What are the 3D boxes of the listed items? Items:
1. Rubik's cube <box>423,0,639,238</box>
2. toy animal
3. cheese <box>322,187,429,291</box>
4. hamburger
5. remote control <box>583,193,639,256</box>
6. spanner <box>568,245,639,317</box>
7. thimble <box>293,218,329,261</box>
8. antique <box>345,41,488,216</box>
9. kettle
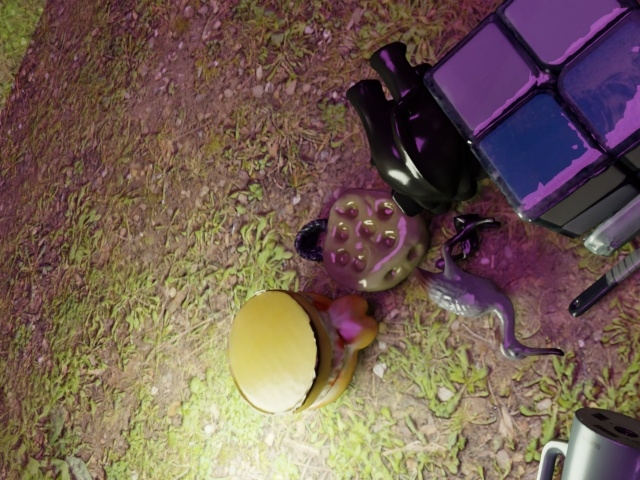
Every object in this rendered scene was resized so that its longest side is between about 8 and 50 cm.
[{"bbox_3d":[0.413,-0.220,1.170,0.316,0.313,0.318,-39,65,25],"label":"Rubik's cube"},{"bbox_3d":[0.289,0.102,1.350,0.195,0.090,0.324,-33,65,28],"label":"toy animal"},{"bbox_3d":[0.108,-0.006,1.477,0.235,0.117,0.218,-27,67,27],"label":"cheese"},{"bbox_3d":[-0.035,0.215,1.506,0.303,0.186,0.261,-51,57,30],"label":"hamburger"},{"bbox_3d":[0.538,-0.059,1.181,0.247,0.104,0.052,-46,67,29],"label":"remote control"},{"bbox_3d":[0.536,0.022,1.215,0.316,0.024,0.087,-47,20,27],"label":"spanner"},{"bbox_3d":[-0.002,-0.001,1.584,0.104,0.066,0.095,8,91,36],"label":"thimble"},{"bbox_3d":[0.176,-0.184,1.330,0.185,0.322,0.255,-31,75,18],"label":"antique"},{"bbox_3d":[0.440,0.404,1.185,0.210,0.159,0.243,28,107,53],"label":"kettle"}]
